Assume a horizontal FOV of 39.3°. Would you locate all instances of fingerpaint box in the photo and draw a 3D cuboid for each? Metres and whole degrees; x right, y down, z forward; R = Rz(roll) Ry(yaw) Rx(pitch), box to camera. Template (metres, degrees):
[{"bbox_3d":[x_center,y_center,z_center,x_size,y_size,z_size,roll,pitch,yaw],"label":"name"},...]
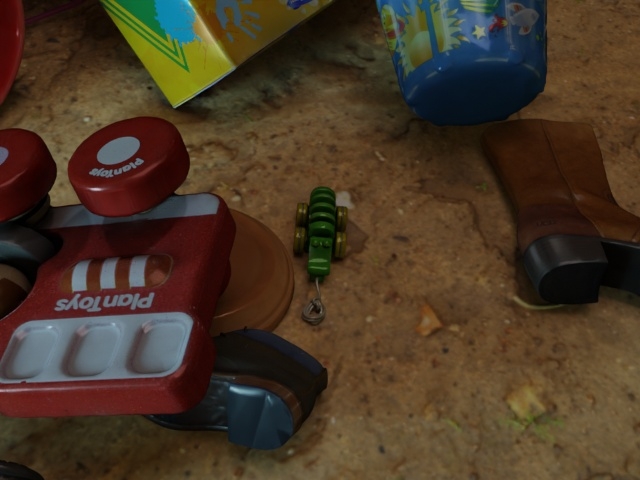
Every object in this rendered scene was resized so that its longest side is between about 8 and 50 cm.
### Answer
[{"bbox_3d":[-0.112,-0.445,1.154,0.445,0.163,0.371,-45,107,-36],"label":"fingerpaint box"}]

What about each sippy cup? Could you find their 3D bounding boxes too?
[{"bbox_3d":[0.173,-0.267,1.079,0.306,0.240,0.223,4,68,-19],"label":"sippy cup"}]

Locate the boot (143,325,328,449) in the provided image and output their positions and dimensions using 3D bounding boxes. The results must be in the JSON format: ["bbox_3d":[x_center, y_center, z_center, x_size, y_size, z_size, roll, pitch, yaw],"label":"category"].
[{"bbox_3d":[-0.101,0.125,0.838,0.219,0.082,0.106,17,21,22],"label":"boot"}]

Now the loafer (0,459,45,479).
[{"bbox_3d":[-0.323,0.232,0.696,0.220,0.080,0.078,-13,60,-12],"label":"loafer"}]

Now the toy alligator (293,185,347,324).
[{"bbox_3d":[0.000,0.000,0.960,0.056,0.051,0.189,5,47,-2],"label":"toy alligator"}]

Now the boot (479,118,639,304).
[{"bbox_3d":[0.339,-0.038,1.043,0.264,0.096,0.280,-3,40,-1],"label":"boot"}]

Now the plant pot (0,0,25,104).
[{"bbox_3d":[-0.517,-0.248,0.998,0.243,0.274,0.275,22,48,26],"label":"plant pot"}]

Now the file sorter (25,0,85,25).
[{"bbox_3d":[-0.464,-0.430,1.203,0.202,0.182,0.291,-32,58,-30],"label":"file sorter"}]

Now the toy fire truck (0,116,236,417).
[{"bbox_3d":[-0.221,0.040,0.759,0.302,0.169,0.253,-4,42,13],"label":"toy fire truck"}]

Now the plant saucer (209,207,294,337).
[{"bbox_3d":[-0.125,0.030,0.927,0.200,0.037,0.199,4,47,-5],"label":"plant saucer"}]
